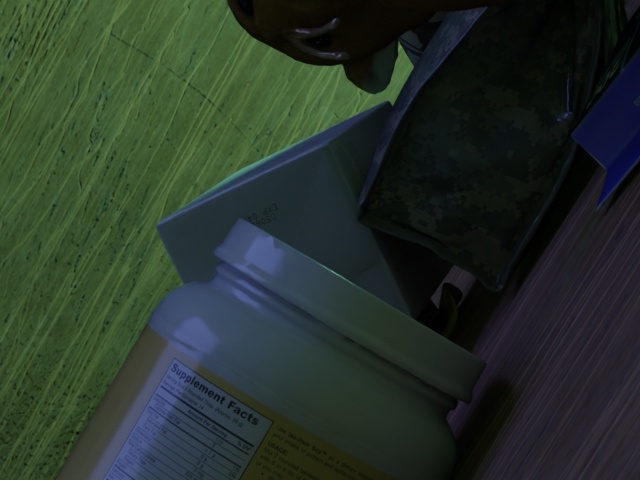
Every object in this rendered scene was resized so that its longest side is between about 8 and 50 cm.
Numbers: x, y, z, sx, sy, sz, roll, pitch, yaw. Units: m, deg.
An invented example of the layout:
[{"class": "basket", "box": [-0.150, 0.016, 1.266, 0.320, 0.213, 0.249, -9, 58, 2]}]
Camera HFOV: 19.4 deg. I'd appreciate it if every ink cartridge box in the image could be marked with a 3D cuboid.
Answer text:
[{"class": "ink cartridge box", "box": [0.252, -0.151, 1.311, 0.206, 0.045, 0.208, -56, 4, 46]}]

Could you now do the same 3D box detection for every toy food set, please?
[{"class": "toy food set", "box": [0.061, 0.125, 1.797, 0.218, 0.071, 0.128, -60, 1, -25]}]

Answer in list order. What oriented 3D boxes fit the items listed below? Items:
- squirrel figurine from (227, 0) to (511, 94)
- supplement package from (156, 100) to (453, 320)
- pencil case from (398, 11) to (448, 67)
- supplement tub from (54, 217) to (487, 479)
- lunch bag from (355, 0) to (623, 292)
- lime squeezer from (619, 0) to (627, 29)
[{"class": "squirrel figurine", "box": [0.119, -0.261, 1.339, 0.370, 0.281, 0.397, -36, 0, 41]}, {"class": "supplement package", "box": [0.000, 0.000, 1.726, 0.178, 0.175, 0.293, -25, 5, 17]}, {"class": "pencil case", "box": [0.137, -0.259, 1.777, 0.183, 0.160, 0.410, -31, -36, 3]}, {"class": "supplement tub", "box": [-0.054, 0.176, 1.307, 0.331, 0.241, 0.241, -60, 1, -2]}, {"class": "lunch bag", "box": [0.167, -0.138, 1.578, 0.287, 0.169, 0.235, -64, 0, 20]}, {"class": "lime squeezer", "box": [0.278, -0.224, 1.745, 0.310, 0.059, 0.110, -58, 1, 26]}]
